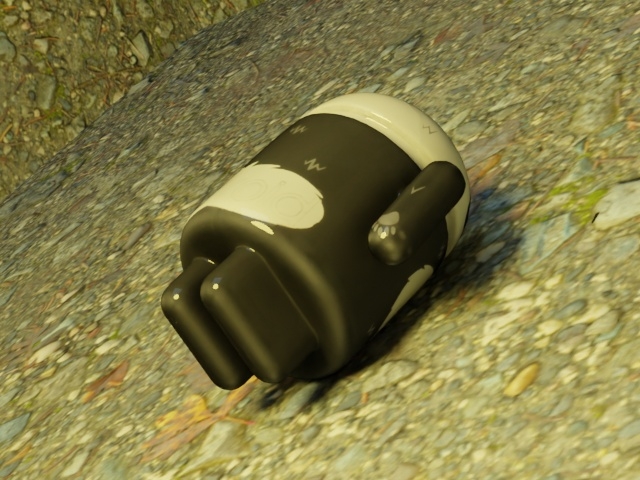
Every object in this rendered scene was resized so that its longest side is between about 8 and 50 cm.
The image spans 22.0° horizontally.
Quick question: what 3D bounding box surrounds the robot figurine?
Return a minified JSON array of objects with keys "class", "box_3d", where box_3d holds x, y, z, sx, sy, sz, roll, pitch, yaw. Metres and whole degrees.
[{"class":"robot figurine","box_3d":[0.002,0.002,1.318,0.209,0.173,0.278,25,50,27]}]
